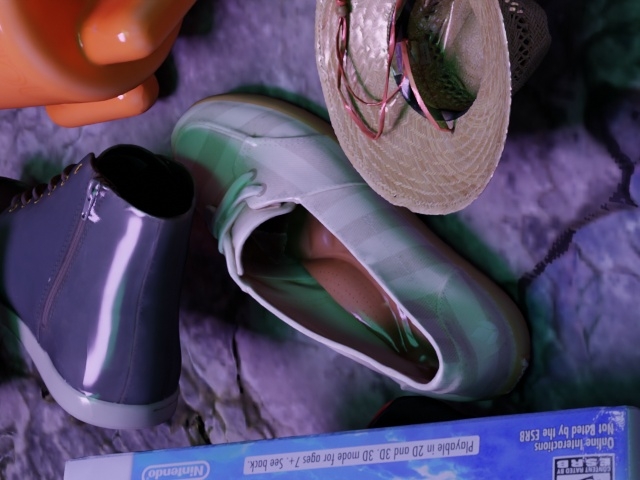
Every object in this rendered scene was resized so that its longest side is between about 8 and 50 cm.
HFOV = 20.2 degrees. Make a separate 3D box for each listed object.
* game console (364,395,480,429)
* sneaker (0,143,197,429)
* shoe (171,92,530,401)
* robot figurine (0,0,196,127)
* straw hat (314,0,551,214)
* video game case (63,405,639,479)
[{"bbox_3d":[0.109,0.276,0.698,0.387,0.060,0.342,21,82,35],"label":"game console"},{"bbox_3d":[-0.121,-0.010,0.902,0.222,0.083,0.118,40,123,47],"label":"sneaker"},{"bbox_3d":[0.000,0.000,0.819,0.219,0.058,0.076,38,124,30],"label":"shoe"},{"bbox_3d":[-0.154,-0.129,0.881,0.219,0.158,0.128,0,84,43],"label":"robot figurine"},{"bbox_3d":[0.059,-0.081,0.741,0.144,0.061,0.144,31,127,53],"label":"straw hat"},{"bbox_3d":[0.009,0.200,0.717,0.270,0.061,0.244,-9,67,28],"label":"video game case"}]
